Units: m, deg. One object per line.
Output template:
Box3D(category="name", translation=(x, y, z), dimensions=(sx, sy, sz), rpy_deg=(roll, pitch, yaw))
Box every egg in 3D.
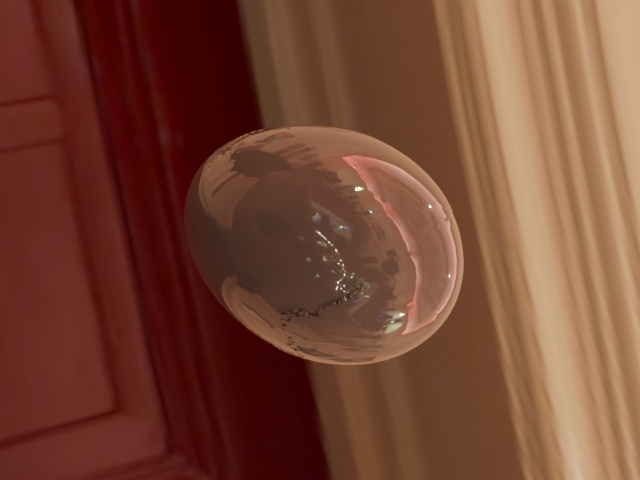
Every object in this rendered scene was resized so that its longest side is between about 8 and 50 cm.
Box3D(category="egg", translation=(0.000, 0.000, 1.076), dimensions=(0.199, 0.146, 0.146), rpy_deg=(22, -58, 37))
